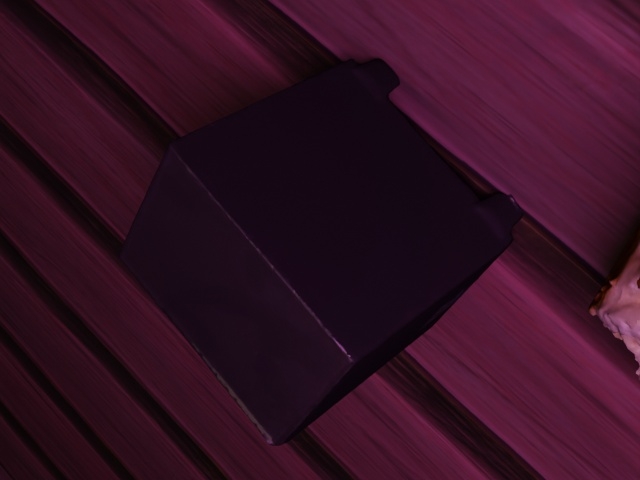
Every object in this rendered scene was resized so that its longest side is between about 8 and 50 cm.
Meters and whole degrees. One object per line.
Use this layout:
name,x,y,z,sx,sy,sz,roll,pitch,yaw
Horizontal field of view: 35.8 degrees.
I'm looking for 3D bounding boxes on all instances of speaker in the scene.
speaker,0.000,0.000,0.873,0.232,0.254,0.184,49,140,10

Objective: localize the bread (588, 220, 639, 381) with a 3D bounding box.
bread,0.285,0.005,0.621,0.171,0.192,0.314,26,168,9
